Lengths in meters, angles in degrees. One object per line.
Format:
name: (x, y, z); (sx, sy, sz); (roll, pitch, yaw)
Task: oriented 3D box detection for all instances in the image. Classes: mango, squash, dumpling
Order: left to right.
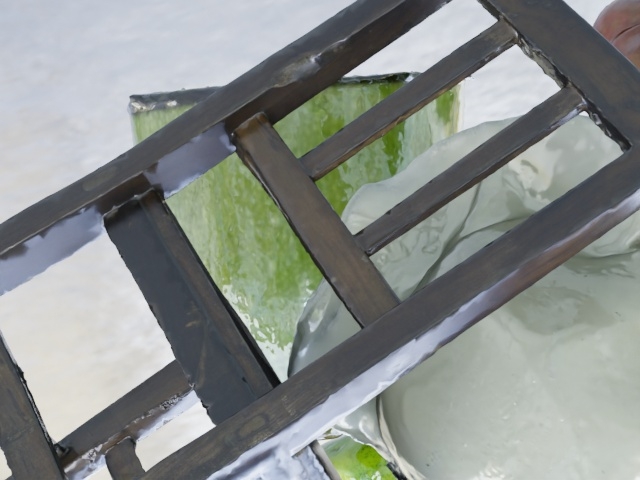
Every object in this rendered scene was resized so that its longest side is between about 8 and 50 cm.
squash: (-0.004, 0.013, 1.095); (0.310, 0.309, 0.310); (-5, -175, 1)
mango: (0.044, 0.226, 1.194); (0.117, 0.089, 0.163); (-16, 168, -42)
dumpling: (0.137, 0.057, 0.668); (0.318, 0.243, 0.187); (12, -177, 38)

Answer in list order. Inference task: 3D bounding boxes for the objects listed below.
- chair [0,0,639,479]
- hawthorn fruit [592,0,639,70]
chair: (-0.027, 0.070, 0.630); (0.416, 0.203, 0.240); (-32, 144, -4)
hawthorn fruit: (0.274, -0.093, 0.860); (0.162, 0.162, 0.203); (-24, 132, 15)
